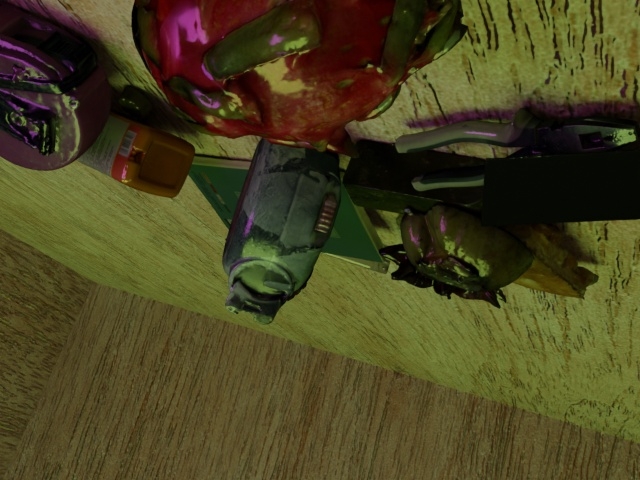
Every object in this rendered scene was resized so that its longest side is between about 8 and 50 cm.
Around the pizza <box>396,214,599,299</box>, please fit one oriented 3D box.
[{"bbox_3d":[0.299,0.018,1.191,0.268,0.087,0.258,5,159,43],"label":"pizza"}]

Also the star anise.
[{"bbox_3d":[0.240,0.044,1.316,0.272,0.102,0.272,16,-167,-4],"label":"star anise"}]

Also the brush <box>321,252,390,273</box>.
[{"bbox_3d":[0.000,0.000,1.538,0.321,0.050,0.060,18,150,8],"label":"brush"}]

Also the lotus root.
[{"bbox_3d":[0.204,0.028,1.046,0.204,0.078,0.183,23,159,6],"label":"lotus root"}]

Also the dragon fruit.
[{"bbox_3d":[-0.025,-0.204,0.636,0.303,0.237,0.231,-4,174,33],"label":"dragon fruit"}]

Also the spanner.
[{"bbox_3d":[0.231,-0.115,0.869,0.325,0.040,0.095,-2,123,47],"label":"spanner"}]

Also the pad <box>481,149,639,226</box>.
[{"bbox_3d":[0.351,-0.063,0.853,0.300,0.005,0.202,-3,158,10],"label":"pad"}]

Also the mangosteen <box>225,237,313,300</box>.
[{"bbox_3d":[-0.125,0.046,1.634,0.217,0.192,0.192,44,162,-1],"label":"mangosteen"}]

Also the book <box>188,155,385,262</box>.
[{"bbox_3d":[-0.073,-0.062,1.382,0.379,0.031,0.264,9,149,30],"label":"book"}]

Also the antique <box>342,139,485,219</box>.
[{"bbox_3d":[0.153,-0.083,1.046,0.221,0.081,0.080,14,163,22],"label":"antique"}]

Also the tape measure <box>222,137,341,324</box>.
[{"bbox_3d":[-0.061,-0.036,1.108,0.147,0.275,0.256,19,-166,-11],"label":"tape measure"}]

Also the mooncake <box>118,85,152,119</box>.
[{"bbox_3d":[-0.454,-0.289,1.169,0.347,0.057,0.150,12,150,7],"label":"mooncake"}]

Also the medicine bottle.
[{"bbox_3d":[-0.356,-0.168,1.257,0.222,0.112,0.149,25,-176,29],"label":"medicine bottle"}]

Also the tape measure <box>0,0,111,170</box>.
[{"bbox_3d":[-0.456,-0.228,1.082,0.245,0.149,0.231,19,131,-1],"label":"tape measure"}]
